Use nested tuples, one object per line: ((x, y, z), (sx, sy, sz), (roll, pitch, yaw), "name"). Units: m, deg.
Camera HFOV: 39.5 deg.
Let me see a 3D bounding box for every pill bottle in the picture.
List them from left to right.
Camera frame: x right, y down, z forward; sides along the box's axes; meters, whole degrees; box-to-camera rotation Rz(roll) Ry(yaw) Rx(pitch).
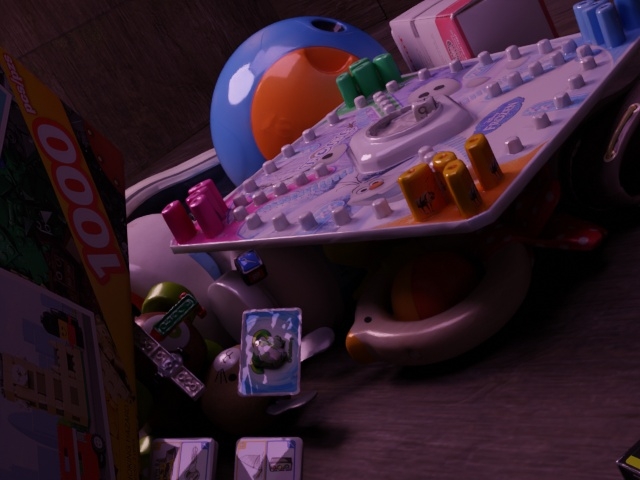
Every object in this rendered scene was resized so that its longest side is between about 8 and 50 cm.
((0.005, 0.007, 0.960), (0.264, 0.146, 0.146), (-40, 19, -29), "pill bottle")

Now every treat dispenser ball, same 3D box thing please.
((-0.013, -0.173, 1.275), (0.288, 0.288, 0.288), (-28, 16, 9), "treat dispenser ball")

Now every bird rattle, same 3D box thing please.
((0.124, 0.034, 0.800), (0.253, 0.143, 0.207), (-5, 39, 30), "bird rattle")

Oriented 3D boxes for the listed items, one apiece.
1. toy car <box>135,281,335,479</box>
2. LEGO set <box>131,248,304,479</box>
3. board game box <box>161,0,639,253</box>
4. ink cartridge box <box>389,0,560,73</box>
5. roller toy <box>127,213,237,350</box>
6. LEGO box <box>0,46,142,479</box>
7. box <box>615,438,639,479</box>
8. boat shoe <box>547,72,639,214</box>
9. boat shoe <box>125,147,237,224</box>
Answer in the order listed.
((-0.083, 0.123, 0.810), (0.188, 0.149, 0.155), (-10, 34, 22), "toy car")
((-0.101, 0.122, 0.717), (0.182, 0.060, 0.244), (-3, 59, 6), "LEGO set")
((0.082, -0.120, 0.887), (0.390, 0.050, 0.390), (-4, 30, 44), "board game box")
((0.217, -0.233, 1.191), (0.117, 0.207, 0.283), (-30, 16, -3), "ink cartridge box")
((-0.180, 0.076, 1.010), (0.191, 0.209, 0.146), (13, 35, 18), "roller toy")
((-0.303, 0.060, 0.566), (0.193, 0.372, 0.500), (-26, 51, 16), "LEGO box")
((0.272, 0.091, 0.419), (0.184, 0.045, 0.190), (-38, 18, -16), "box")
((0.357, -0.141, 0.847), (0.324, 0.117, 0.096), (-39, 22, -13), "boat shoe")
((-0.210, 0.011, 1.256), (0.187, 0.156, 0.500), (-55, -7, 32), "boat shoe")
